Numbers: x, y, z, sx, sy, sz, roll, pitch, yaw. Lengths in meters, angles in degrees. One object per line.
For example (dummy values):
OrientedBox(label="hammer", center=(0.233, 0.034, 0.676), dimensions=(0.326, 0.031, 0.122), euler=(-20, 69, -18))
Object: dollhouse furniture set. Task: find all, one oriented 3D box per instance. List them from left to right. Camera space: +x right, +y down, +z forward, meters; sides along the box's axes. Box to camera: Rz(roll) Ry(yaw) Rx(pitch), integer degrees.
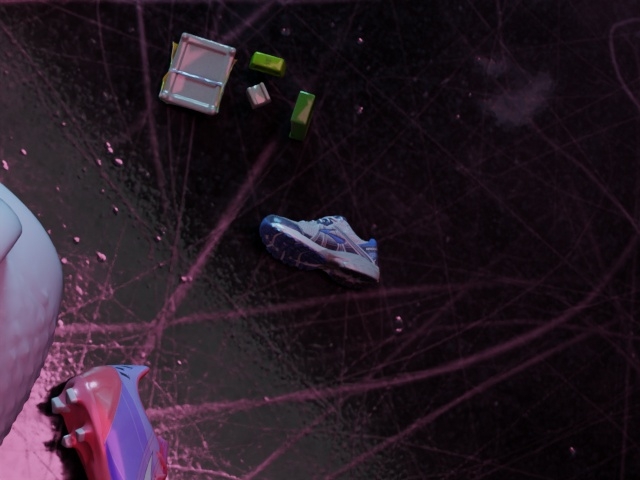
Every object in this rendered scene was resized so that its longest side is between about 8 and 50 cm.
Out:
OrientedBox(label="dollhouse furniture set", center=(-0.081, -0.148, 1.696), dimensions=(0.152, 0.058, 0.076), euler=(17, 79, 0))

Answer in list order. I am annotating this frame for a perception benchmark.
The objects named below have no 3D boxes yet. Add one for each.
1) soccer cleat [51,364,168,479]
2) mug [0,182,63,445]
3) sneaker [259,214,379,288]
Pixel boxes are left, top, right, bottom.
OrientedBox(label="soccer cleat", center=(-0.167, 0.232, 1.542), dimensions=(0.095, 0.083, 0.248), euler=(-13, 81, -31))
OrientedBox(label="mug", center=(-0.348, 0.080, 1.331), dimensions=(0.276, 0.374, 0.328), euler=(45, 56, -9))
OrientedBox(label="sneaker", center=(0.000, 0.000, 1.689), dimensions=(0.135, 0.052, 0.058), euler=(25, 59, -25))
